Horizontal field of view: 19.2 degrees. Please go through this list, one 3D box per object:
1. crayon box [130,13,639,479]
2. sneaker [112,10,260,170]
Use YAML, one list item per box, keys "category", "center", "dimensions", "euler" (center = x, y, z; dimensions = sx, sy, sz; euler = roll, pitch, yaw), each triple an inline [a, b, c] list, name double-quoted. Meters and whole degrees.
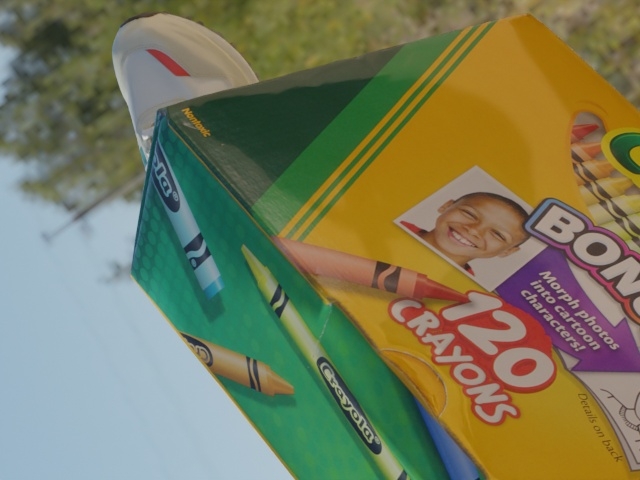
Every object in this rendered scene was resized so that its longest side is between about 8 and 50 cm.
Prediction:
- category: "crayon box"
  center: [0.081, 0.049, 0.609]
  dimensions: [0.278, 0.165, 0.081]
  euler: [48, 140, 32]
- category: "sneaker"
  center: [-0.049, -0.024, 0.847]
  dimensions: [0.161, 0.057, 0.075]
  euler: [64, -153, -17]
